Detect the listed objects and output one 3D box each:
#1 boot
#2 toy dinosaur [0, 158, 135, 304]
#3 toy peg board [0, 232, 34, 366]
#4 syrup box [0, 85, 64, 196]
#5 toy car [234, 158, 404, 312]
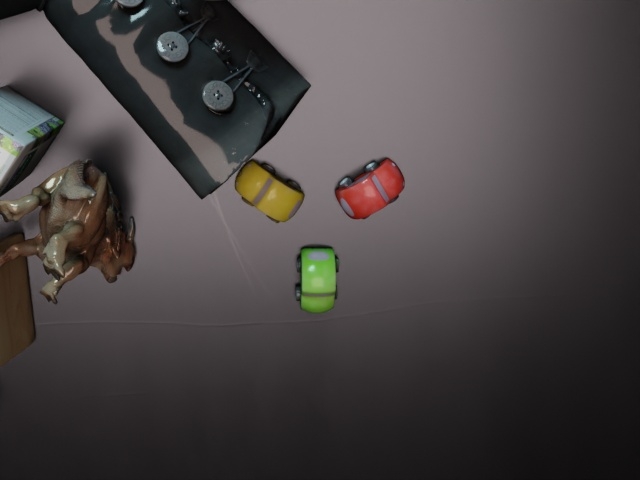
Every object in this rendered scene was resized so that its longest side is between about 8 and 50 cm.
[{"bbox_3d":[-0.277,-0.221,1.230,0.367,0.146,0.445,-46,106,-15],"label":"boot"},{"bbox_3d":[-0.305,-0.034,1.257,0.127,0.296,0.200,39,55,5],"label":"toy dinosaur"},{"bbox_3d":[-0.463,0.086,1.339,0.079,0.160,0.161,1,105,12],"label":"toy peg board"},{"bbox_3d":[-0.403,-0.121,1.240,0.096,0.237,0.093,33,99,-11],"label":"syrup box"},{"bbox_3d":[0.000,0.000,1.397,0.239,0.053,0.225,0,104,-4],"label":"toy car"}]
